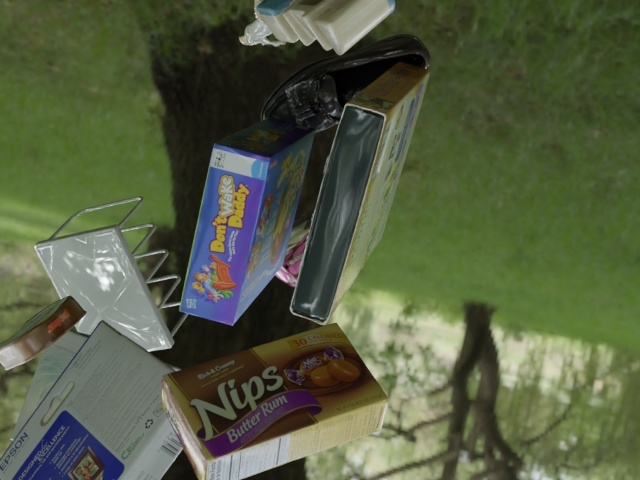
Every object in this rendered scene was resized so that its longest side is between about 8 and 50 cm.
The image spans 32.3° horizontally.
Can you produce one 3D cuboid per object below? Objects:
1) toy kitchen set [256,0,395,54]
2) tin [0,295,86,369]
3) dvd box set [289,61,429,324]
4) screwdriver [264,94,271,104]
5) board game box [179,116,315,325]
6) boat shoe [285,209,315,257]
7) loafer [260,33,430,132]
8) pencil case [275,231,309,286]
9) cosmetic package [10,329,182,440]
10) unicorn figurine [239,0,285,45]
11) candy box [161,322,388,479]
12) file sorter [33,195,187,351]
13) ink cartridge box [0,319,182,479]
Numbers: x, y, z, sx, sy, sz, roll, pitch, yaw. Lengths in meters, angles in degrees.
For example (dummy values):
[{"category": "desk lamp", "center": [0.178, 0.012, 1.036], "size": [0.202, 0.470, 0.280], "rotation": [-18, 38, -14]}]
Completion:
[{"category": "toy kitchen set", "center": [-0.008, -0.282, 1.033], "size": [0.166, 0.122, 0.207], "rotation": [52, 172, -25]}, {"category": "tin", "center": [-0.381, 0.125, 1.486], "size": [0.040, 0.106, 0.190], "rotation": [49, 148, -12]}, {"category": "dvd box set", "center": [0.067, -0.087, 1.632], "size": [0.062, 0.307, 0.420], "rotation": [18, -160, 8]}, {"category": "screwdriver", "center": [-0.095, -0.200, 2.049], "size": [0.024, 0.169, 0.025], "rotation": [14, 149, -23]}, {"category": "board game box", "center": [-0.098, -0.041, 1.592], "size": [0.078, 0.233, 0.347], "rotation": [15, -167, 6]}, {"category": "boat shoe", "center": [-0.081, 0.002, 2.264], "size": [0.224, 0.073, 0.080], "rotation": [-24, 153, 30]}, {"category": "loafer", "center": [0.041, -0.254, 1.820], "size": [0.303, 0.109, 0.095], "rotation": [-26, -162, 1]}, {"category": "pencil case", "center": [0.000, 0.000, 2.122], "size": [0.095, 0.209, 0.098], "rotation": [30, 163, 30]}, {"category": "cosmetic package", "center": [-0.405, 0.296, 1.989], "size": [0.224, 0.224, 0.138], "rotation": [14, 173, 35]}, {"category": "unicorn figurine", "center": [-0.085, -0.374, 1.866], "size": [0.111, 0.060, 0.162], "rotation": [-2, 146, -37]}, {"category": "candy box", "center": [-0.044, 0.153, 1.043], "size": [0.187, 0.053, 0.109], "rotation": [-14, -133, -24]}, {"category": "file sorter", "center": [-0.407, 0.071, 2.240], "size": [0.193, 0.277, 0.173], "rotation": [-11, -154, 23]}, {"category": "ink cartridge box", "center": [-0.341, 0.304, 1.704], "size": [0.072, 0.303, 0.307], "rotation": [42, 169, -36]}]
